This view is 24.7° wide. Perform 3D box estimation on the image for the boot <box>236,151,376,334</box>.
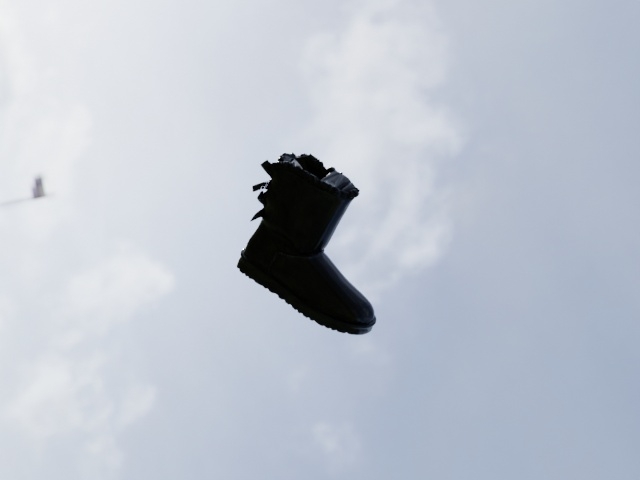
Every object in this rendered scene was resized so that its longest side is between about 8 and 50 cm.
[{"bbox_3d":[0.001,0.000,1.047,0.121,0.045,0.099,31,-64,14],"label":"boot"}]
